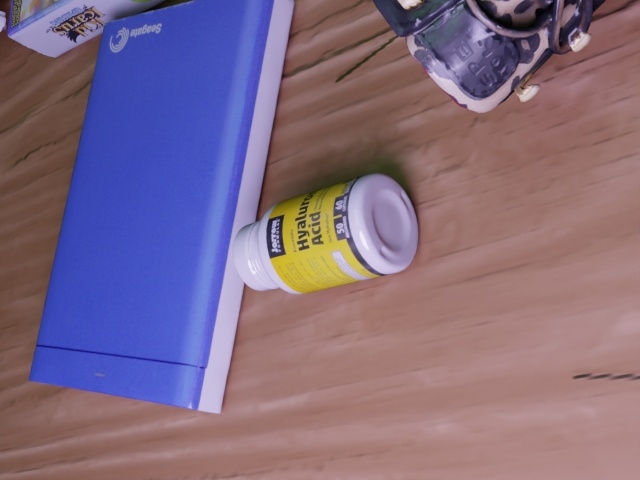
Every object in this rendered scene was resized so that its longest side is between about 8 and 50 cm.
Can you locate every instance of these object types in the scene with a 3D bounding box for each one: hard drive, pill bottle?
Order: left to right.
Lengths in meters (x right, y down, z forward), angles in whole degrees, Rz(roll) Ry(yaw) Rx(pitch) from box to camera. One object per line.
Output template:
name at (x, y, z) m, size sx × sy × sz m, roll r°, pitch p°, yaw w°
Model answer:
hard drive at (-0.132, -0.034, 0.786) m, size 0.210 × 0.040 × 0.319 m, roll 0°, pitch 76°, yaw 42°
pill bottle at (0.000, 0.000, 0.640) m, size 0.116 × 0.065 × 0.065 m, roll -16°, pitch 66°, yaw 38°

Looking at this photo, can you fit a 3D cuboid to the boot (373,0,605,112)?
boot at (0.167, -0.166, 0.470) m, size 0.284 × 0.138 × 0.377 m, roll -41°, pitch 38°, yaw 26°

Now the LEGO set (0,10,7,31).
LEGO set at (-0.419, -0.120, 1.027) m, size 0.132 × 0.107 × 0.287 m, roll -10°, pitch 69°, yaw 40°

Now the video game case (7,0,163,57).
video game case at (-0.188, -0.337, 0.925) m, size 0.244 × 0.061 × 0.270 m, roll -14°, pitch 67°, yaw 37°
